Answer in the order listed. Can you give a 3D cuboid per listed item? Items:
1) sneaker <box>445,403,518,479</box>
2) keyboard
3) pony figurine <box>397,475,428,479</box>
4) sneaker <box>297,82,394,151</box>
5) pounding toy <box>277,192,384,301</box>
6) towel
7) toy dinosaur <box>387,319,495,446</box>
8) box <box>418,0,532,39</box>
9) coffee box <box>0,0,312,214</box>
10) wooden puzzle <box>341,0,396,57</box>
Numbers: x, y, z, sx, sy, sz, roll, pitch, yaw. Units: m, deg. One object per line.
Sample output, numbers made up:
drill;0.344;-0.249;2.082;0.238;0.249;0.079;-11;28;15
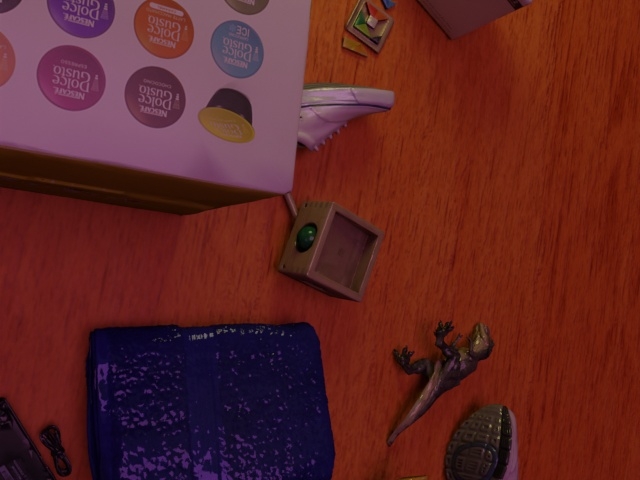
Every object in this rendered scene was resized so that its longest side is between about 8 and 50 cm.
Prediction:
sneaker;0.276;0.417;1.079;0.129;0.111;0.297;14;85;-43
keyboard;-0.349;0.272;0.774;0.108;0.023;0.180;-30;103;-20
pony figurine;0.027;0.515;0.857;0.350;0.302;0.364;8;69;-37
sneaker;-0.010;-0.177;0.946;0.258;0.094;0.091;-9;111;-24
pounding toy;0.000;0.000;0.942;0.141;0.100;0.130;28;76;-36
towel;-0.138;0.220;0.839;0.308;0.076;0.228;1;71;-26
toy dinosaur;0.186;0.202;1.048;0.268;0.064;0.118;-38;112;-21
box;0.234;-0.442;1.024;0.181;0.182;0.119;41;68;-22
coffee box;-0.230;-0.216;0.674;0.337;0.338;0.335;8;85;-28
wooden puzzle;0.080;-0.340;1.031;0.078;0.014;0.116;25;77;-26
